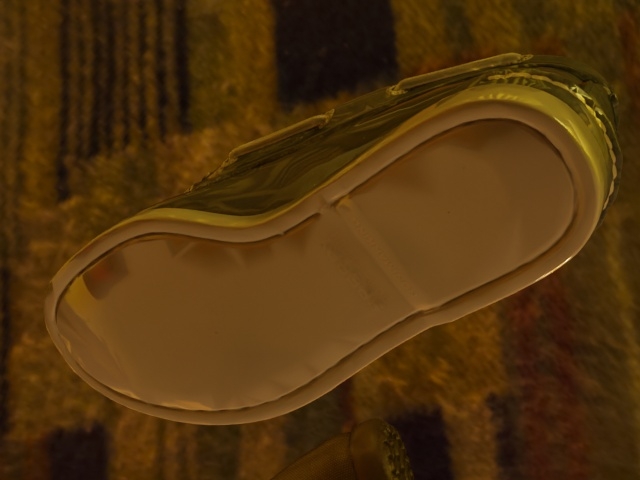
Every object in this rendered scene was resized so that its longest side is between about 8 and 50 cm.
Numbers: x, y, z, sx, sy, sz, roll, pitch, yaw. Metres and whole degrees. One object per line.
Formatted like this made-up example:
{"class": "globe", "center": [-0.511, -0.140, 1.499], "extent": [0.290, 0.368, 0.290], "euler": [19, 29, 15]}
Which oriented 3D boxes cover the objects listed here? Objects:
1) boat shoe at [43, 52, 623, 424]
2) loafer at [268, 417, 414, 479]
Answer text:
{"class": "boat shoe", "center": [0.000, 0.000, 0.634], "extent": [0.319, 0.099, 0.116], "euler": [-23, 106, 36]}
{"class": "loafer", "center": [0.017, 0.131, 0.450], "extent": [0.050, 0.056, 0.148], "euler": [-10, 100, 12]}
